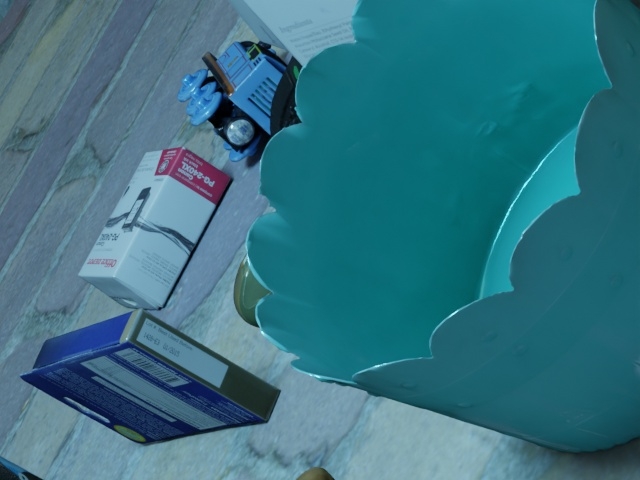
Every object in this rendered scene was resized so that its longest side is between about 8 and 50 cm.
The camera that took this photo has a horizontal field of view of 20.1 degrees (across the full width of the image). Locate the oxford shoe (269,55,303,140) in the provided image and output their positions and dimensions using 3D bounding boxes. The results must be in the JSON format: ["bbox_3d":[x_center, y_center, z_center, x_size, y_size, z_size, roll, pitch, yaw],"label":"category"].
[{"bbox_3d":[0.019,-0.136,1.543,0.083,0.096,0.227,43,128,42],"label":"oxford shoe"}]

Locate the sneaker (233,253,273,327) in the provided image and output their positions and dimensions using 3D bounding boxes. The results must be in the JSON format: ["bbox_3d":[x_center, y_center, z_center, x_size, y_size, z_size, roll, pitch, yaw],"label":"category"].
[{"bbox_3d":[0.000,0.000,1.435,0.192,0.064,0.086,-50,18,9],"label":"sneaker"}]

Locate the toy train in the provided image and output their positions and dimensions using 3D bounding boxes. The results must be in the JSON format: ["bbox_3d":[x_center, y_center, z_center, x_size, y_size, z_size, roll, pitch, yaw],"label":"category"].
[{"bbox_3d":[-0.078,-0.146,1.782,0.105,0.080,0.184,-45,21,5],"label":"toy train"}]

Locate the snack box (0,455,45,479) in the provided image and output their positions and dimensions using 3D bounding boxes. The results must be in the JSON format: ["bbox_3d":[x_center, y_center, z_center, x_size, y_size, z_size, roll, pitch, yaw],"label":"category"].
[{"bbox_3d":[-0.218,0.261,1.375,0.060,0.187,0.322,-55,23,5],"label":"snack box"}]

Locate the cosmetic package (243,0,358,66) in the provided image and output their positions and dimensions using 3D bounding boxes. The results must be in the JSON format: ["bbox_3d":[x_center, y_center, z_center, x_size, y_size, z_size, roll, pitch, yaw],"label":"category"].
[{"bbox_3d":[0.056,-0.208,1.396,0.151,0.184,0.151,-9,42,51],"label":"cosmetic package"}]

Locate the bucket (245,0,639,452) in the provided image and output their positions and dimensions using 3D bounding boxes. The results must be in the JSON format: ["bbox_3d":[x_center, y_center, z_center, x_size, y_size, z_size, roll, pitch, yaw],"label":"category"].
[{"bbox_3d":[0.111,-0.021,1.028,0.281,0.183,0.281,-32,44,37],"label":"bucket"}]

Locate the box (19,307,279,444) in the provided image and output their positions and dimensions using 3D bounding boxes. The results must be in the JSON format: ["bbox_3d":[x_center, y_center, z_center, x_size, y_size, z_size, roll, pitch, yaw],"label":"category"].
[{"bbox_3d":[-0.148,0.116,1.489,0.225,0.136,0.036,-20,43,55],"label":"box"}]

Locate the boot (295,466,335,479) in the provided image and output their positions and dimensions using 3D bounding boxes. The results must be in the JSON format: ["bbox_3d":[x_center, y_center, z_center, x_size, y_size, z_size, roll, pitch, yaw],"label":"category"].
[{"bbox_3d":[-0.071,0.299,1.146,0.264,0.096,0.280,-51,22,14],"label":"boot"}]

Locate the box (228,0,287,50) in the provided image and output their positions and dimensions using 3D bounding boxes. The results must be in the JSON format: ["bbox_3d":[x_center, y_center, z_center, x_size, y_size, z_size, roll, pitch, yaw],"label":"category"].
[{"bbox_3d":[-0.002,-0.278,1.626,0.119,0.182,0.181,23,79,28],"label":"box"}]

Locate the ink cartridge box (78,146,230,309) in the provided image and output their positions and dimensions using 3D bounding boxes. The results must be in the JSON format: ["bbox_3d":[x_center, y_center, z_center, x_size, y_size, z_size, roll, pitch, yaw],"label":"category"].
[{"bbox_3d":[-0.166,-0.012,1.795,0.150,0.063,0.109,-62,23,-14],"label":"ink cartridge box"}]
